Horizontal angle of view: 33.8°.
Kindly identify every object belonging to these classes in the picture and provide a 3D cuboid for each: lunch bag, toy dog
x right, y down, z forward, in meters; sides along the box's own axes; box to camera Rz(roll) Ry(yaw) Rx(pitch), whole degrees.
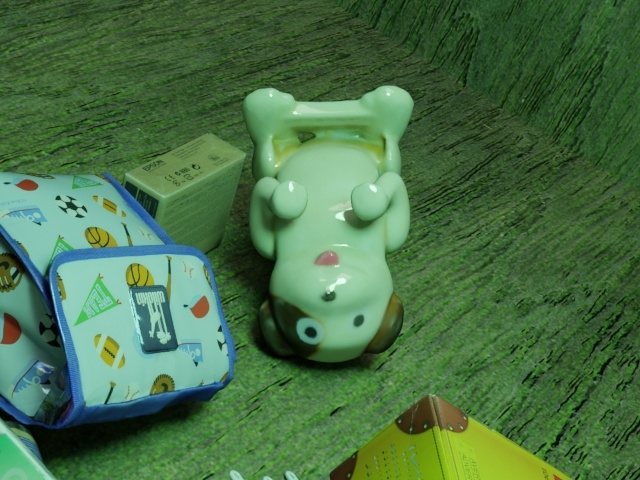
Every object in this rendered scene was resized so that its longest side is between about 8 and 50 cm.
[{"bbox_3d":[-0.325,0.078,1.416,0.385,0.239,0.328,46,23,24],"label":"lunch bag"},{"bbox_3d":[0.000,0.000,1.724,0.284,0.395,0.408,4,55,-9],"label":"toy dog"}]

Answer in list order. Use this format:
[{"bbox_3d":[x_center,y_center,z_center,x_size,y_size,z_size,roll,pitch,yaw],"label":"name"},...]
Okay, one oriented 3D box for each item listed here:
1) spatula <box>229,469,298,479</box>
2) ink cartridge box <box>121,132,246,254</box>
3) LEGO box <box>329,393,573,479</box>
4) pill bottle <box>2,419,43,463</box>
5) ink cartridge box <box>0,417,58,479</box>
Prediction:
[{"bbox_3d":[-0.017,0.386,1.368,0.168,0.019,0.242,17,27,-50],"label":"spatula"},{"bbox_3d":[-0.237,-0.049,1.727,0.088,0.193,0.234,31,33,16],"label":"ink cartridge box"},{"bbox_3d":[0.227,0.473,1.185,0.372,0.193,0.500,34,27,-27],"label":"LEGO box"},{"bbox_3d":[-0.358,0.322,1.195,0.123,0.123,0.219,-1,41,-33],"label":"pill bottle"},{"bbox_3d":[-0.395,0.300,1.113,0.181,0.056,0.225,32,72,37],"label":"ink cartridge box"}]
